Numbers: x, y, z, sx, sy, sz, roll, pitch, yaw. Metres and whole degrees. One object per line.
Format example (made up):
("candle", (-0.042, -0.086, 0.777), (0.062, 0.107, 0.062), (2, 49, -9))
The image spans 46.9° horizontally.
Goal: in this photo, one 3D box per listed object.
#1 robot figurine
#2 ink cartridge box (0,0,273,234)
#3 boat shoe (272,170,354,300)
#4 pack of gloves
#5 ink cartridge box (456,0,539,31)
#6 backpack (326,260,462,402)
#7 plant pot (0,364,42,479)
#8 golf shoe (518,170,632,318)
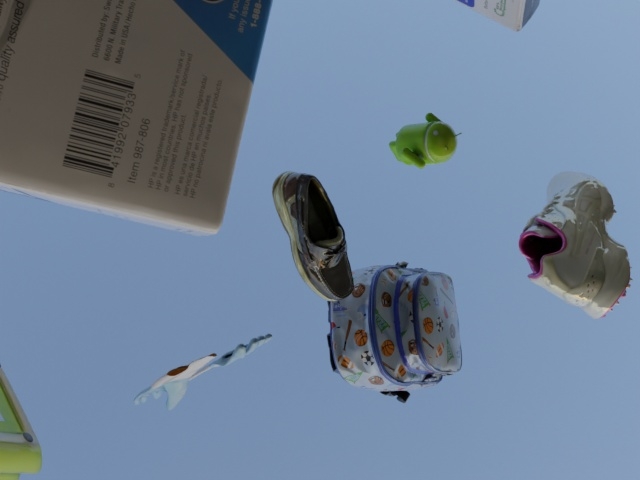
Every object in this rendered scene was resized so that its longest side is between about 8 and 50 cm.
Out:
("robot figurine", (0.166, -0.153, 1.168), (0.101, 0.115, 0.067), (-52, -55, -30))
("ink cartridge box", (-0.262, -0.185, 0.683), (0.395, 0.166, 0.285), (14, -95, -14))
("boat shoe", (0.001, -0.001, 1.101), (0.080, 0.073, 0.223), (-37, -65, -31))
("pack of gloves", (-0.183, 0.219, 1.172), (0.195, 0.232, 0.046), (-17, -102, -34))
("ink cartridge box", (0.117, -0.416, 0.952), (0.371, 0.175, 0.069), (32, -100, 17))
("backpack", (0.133, 0.162, 1.368), (0.263, 0.213, 0.276), (7, -110, -49))
("plant pot", (-0.529, 0.277, 0.994), (0.207, 0.227, 0.228), (-44, -119, 4))
("golf shoe", (0.363, -0.021, 1.102), (0.140, 0.115, 0.306), (18, -144, -7))
